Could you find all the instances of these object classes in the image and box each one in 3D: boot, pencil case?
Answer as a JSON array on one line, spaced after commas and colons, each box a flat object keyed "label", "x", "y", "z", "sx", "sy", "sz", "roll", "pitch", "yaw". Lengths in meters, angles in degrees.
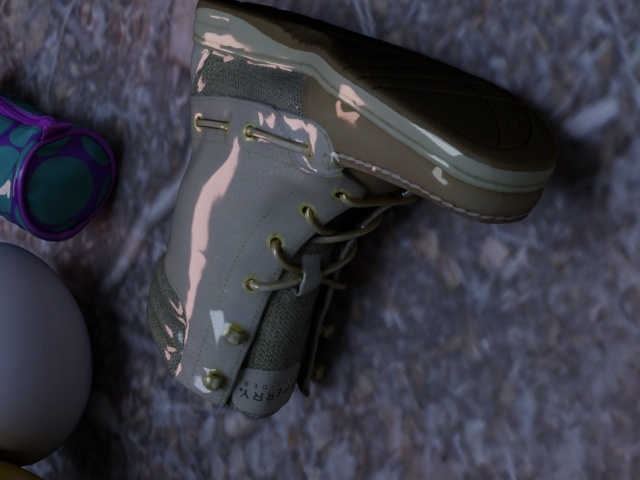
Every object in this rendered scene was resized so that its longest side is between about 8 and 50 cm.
[{"label": "boot", "x": 0.000, "y": 0.000, "z": 0.580, "sx": 0.213, "sy": 0.077, "sz": 0.165, "roll": 31, "pitch": 112, "yaw": 49}, {"label": "pencil case", "x": -0.176, "y": -0.054, "z": 0.786, "sx": 0.152, "sy": 0.064, "sz": 0.070, "roll": 29, "pitch": 127, "yaw": 44}]

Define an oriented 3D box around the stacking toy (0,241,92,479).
[{"label": "stacking toy", "x": -0.192, "y": 0.224, "z": 0.677, "sx": 0.350, "sy": 0.350, "sz": 0.480, "roll": -15, "pitch": 62, "yaw": 47}]
